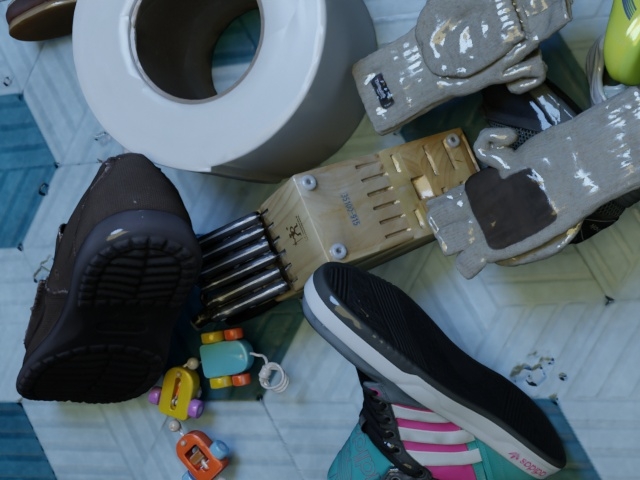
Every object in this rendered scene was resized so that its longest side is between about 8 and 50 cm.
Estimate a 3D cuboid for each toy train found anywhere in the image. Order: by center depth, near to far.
[{"bbox_3d":[-0.102,0.166,0.943,0.125,0.046,0.166,42,105,13],"label":"toy train"}]

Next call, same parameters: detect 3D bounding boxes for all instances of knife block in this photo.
[{"bbox_3d":[0.000,0.000,0.900,0.275,0.242,0.088,-19,82,-28],"label":"knife block"}]

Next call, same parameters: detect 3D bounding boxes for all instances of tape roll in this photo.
[{"bbox_3d":[-0.084,-0.181,0.874,0.246,0.169,0.246,0,90,18],"label":"tape roll"}]

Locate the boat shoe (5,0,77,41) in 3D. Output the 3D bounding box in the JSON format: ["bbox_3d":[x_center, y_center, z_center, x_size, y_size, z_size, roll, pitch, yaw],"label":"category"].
[{"bbox_3d":[-0.243,-0.277,0.982,0.207,0.073,0.073,-19,82,10],"label":"boat shoe"}]

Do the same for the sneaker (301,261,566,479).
[{"bbox_3d":[0.056,0.155,0.809,0.295,0.124,0.178,39,113,-22],"label":"sneaker"}]

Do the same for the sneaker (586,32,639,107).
[{"bbox_3d":[0.261,-0.110,0.815,0.053,0.061,0.152,-11,87,16],"label":"sneaker"}]

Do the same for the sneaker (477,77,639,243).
[{"bbox_3d":[0.170,-0.084,0.820,0.130,0.087,0.227,-46,62,22],"label":"sneaker"}]

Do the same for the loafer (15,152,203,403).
[{"bbox_3d":[-0.200,0.049,0.885,0.366,0.134,0.130,-49,41,46],"label":"loafer"}]

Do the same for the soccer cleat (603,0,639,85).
[{"bbox_3d":[0.291,-0.262,0.778,0.121,0.093,0.289,23,83,28],"label":"soccer cleat"}]

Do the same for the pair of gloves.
[{"bbox_3d":[0.150,-0.102,0.760,0.204,0.042,0.240,-37,70,28],"label":"pair of gloves"}]
